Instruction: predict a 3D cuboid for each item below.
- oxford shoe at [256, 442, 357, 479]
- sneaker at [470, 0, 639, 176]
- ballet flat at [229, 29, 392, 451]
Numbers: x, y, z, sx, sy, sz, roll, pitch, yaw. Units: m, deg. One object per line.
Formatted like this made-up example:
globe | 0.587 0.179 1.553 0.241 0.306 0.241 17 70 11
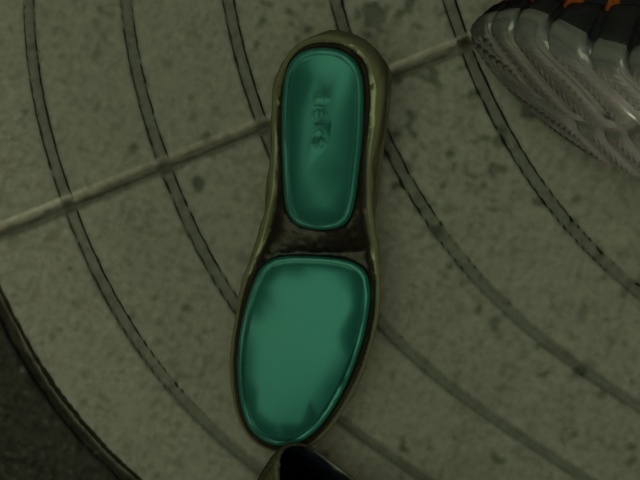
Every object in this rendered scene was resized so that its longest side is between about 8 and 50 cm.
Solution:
oxford shoe | 0.067 0.239 1.061 0.348 0.123 0.130 33 126 33
sneaker | 0.221 -0.131 1.052 0.124 0.321 0.180 45 76 -27
ballet flat | 0.000 0.000 1.169 0.086 0.086 0.248 12 97 10
